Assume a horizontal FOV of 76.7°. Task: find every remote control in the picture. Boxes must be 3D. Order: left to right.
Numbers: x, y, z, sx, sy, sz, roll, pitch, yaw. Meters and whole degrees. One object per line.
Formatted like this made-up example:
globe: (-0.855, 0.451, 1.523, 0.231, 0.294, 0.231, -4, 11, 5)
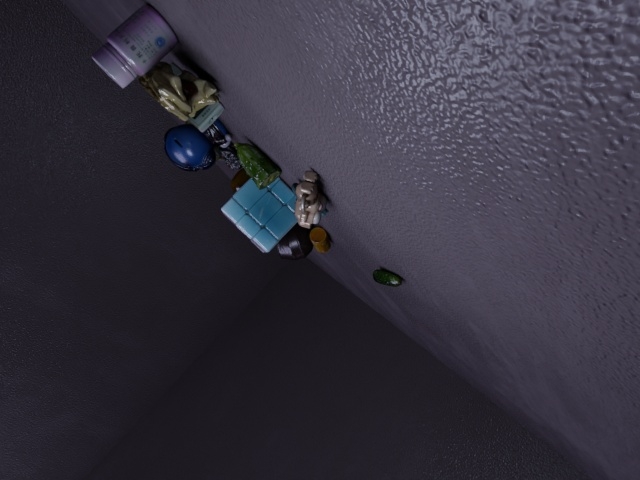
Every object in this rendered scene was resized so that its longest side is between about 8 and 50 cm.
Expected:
remote control: (-0.566, -0.607, 1.706, 0.344, 0.145, 0.050, 41, 176, 15)

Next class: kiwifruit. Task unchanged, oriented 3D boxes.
kiwifruit: (-0.396, -0.301, 2.325, 0.234, 0.196, 0.196, 43, 173, -18)

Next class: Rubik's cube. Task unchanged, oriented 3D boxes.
Rubik's cube: (-0.286, -0.151, 2.084, 0.316, 0.322, 0.318, 46, 171, -7)

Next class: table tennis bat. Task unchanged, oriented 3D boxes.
table tennis bat: (-0.045, -0.169, 1.702, 0.201, 0.033, 0.124, 39, -156, -30)

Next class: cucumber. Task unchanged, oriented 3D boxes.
cucumber: (-0.297, -0.351, 1.808, 0.244, 0.134, 0.134, 46, 173, 2)
cucumber: (0.293, 0.166, 1.774, 0.069, 0.069, 0.227, 46, 168, -18)

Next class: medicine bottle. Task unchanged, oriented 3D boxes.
medicine bottle: (-0.618, -0.642, 1.351, 0.152, 0.255, 0.152, 41, 172, 7)
medicine bottle: (0.000, 0.000, 2.260, 0.096, 0.096, 0.192, 41, 172, 19)

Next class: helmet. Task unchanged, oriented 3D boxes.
helmet: (-0.119, -0.017, 2.341, 0.176, 0.306, 0.225, 10, 145, 27)

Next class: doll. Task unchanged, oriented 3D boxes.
doll: (-0.615, -0.485, 2.007, 0.284, 0.310, 0.240, 42, 171, 8)
doll: (-0.044, -0.147, 1.501, 0.119, 0.154, 0.278, 15, 167, 6)

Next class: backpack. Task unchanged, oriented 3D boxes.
backpack: (-0.493, -0.465, 2.251, 0.165, 0.106, 0.120, 43, 176, -14)

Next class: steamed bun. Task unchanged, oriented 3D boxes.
steamed bun: (-0.506, -0.553, 1.486, 0.247, 0.189, 0.428, 45, 179, -38)

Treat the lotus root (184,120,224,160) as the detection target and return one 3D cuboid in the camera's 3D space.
lotus root: (-0.648, -0.572, 2.249, 0.175, 0.175, 0.350, 38, 167, 37)
